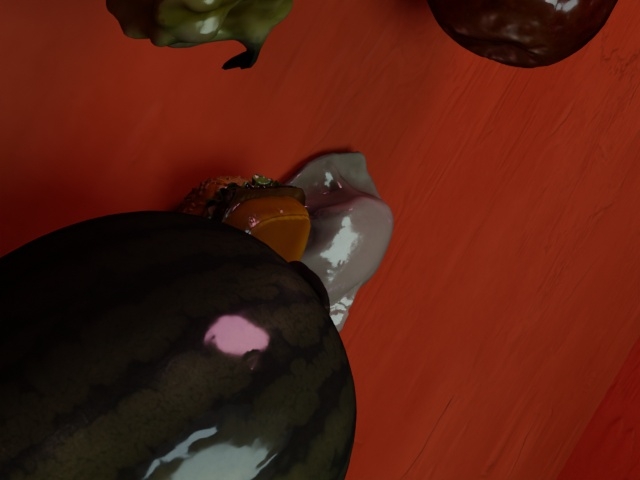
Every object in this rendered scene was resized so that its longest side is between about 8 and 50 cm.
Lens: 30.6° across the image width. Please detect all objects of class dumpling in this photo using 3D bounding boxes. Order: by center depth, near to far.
[{"bbox_3d":[-0.001,0.001,1.065,0.150,0.092,0.176,28,97,-48],"label":"dumpling"}]

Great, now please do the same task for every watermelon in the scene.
[{"bbox_3d":[-0.127,0.126,0.765,0.359,0.279,0.279,-31,142,-22],"label":"watermelon"}]

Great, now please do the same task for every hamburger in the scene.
[{"bbox_3d":[-0.078,0.021,0.953,0.137,0.087,0.166,-3,121,-58],"label":"hamburger"}]

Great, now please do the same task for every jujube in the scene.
[{"bbox_3d":[0.190,-0.281,1.016,0.190,0.190,0.255,12,99,-60],"label":"jujube"}]

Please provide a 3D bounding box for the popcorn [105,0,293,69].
[{"bbox_3d":[-0.040,-0.209,0.632,0.249,0.249,0.225,-22,104,-49],"label":"popcorn"}]
